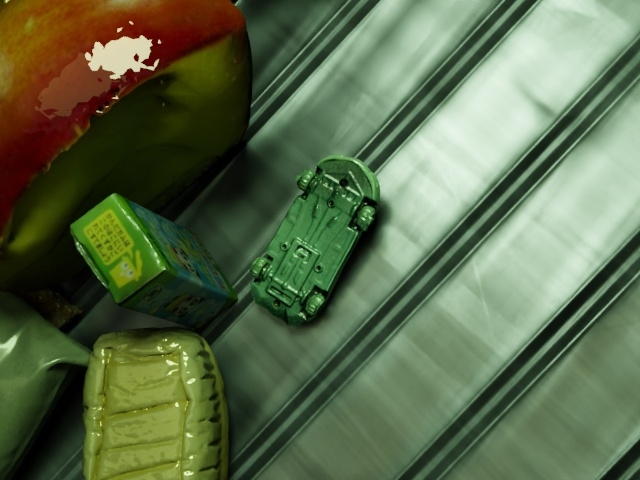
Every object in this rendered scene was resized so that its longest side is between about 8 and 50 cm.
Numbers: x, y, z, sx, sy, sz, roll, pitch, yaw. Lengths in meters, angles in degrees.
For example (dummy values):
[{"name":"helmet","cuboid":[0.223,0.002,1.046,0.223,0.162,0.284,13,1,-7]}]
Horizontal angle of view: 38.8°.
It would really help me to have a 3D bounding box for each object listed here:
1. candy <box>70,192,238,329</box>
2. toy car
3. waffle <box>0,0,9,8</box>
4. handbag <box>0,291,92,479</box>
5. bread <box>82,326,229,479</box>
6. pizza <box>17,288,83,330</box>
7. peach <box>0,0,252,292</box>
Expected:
[{"name":"candy","cuboid":[-0.160,0.026,0.905,0.062,0.194,0.097,-39,72,4]},{"name":"toy car","cuboid":[0.000,0.000,0.938,0.093,0.058,0.186,32,101,18]},{"name":"waffle","cuboid":[-0.383,-0.269,1.060,0.161,0.055,0.210,0,92,-9]},{"name":"handbag","cuboid":[-0.414,0.183,0.989,0.253,0.109,0.315,35,96,15]},{"name":"bread","cuboid":[-0.165,0.205,0.917,0.140,0.106,0.236,-2,80,7]},{"name":"pizza","cuboid":[-0.323,0.093,1.028,0.100,0.029,0.099,29,96,21]},{"name":"peach","cuboid":[-0.234,-0.139,0.909,0.380,0.306,0.242,-34,80,12]}]
